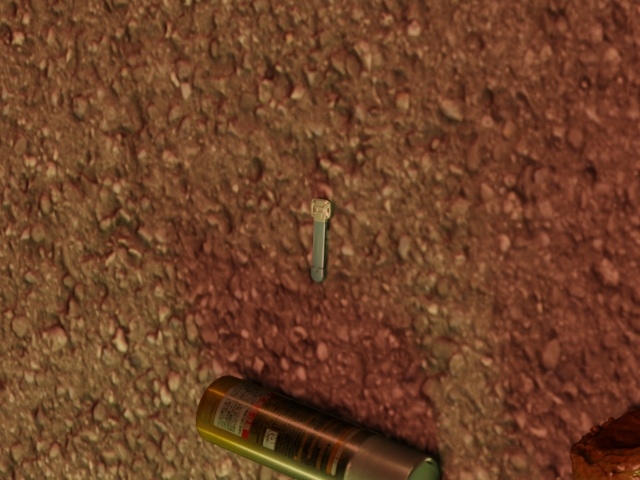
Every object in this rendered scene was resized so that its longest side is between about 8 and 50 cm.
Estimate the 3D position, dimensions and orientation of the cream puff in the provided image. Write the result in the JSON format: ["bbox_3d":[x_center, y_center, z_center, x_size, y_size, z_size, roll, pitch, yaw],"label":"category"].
[{"bbox_3d":[0.342,0.245,1.628,0.183,0.183,0.169,-16,98,36],"label":"cream puff"}]

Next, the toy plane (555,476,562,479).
[{"bbox_3d":[0.267,0.328,1.745,0.234,0.082,0.160,14,94,19],"label":"toy plane"}]

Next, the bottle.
[{"bbox_3d":[-0.005,0.228,1.916,0.286,0.082,0.082,18,105,33],"label":"bottle"}]

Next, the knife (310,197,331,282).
[{"bbox_3d":[0.000,0.000,1.931,0.027,0.010,0.096,10,104,34],"label":"knife"}]
